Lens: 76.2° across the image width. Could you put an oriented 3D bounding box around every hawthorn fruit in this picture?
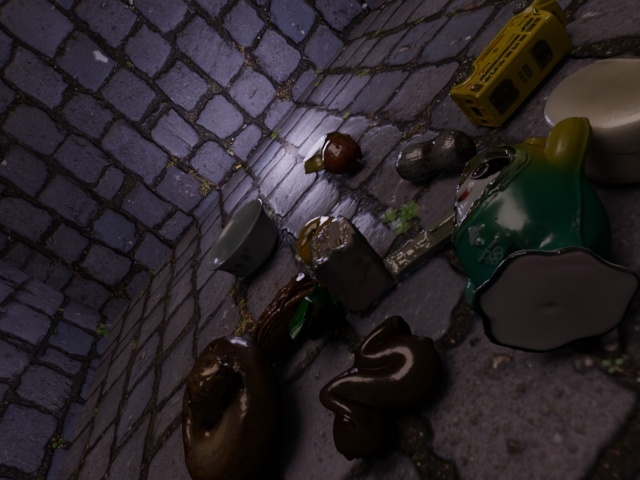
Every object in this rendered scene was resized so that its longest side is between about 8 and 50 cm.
[{"bbox_3d":[0.090,-0.319,1.501,0.189,0.149,0.149,-5,51,58],"label":"hawthorn fruit"}]

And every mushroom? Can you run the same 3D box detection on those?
[{"bbox_3d":[-0.214,0.404,0.960,0.345,0.238,0.346,-157,90,-80],"label":"mushroom"}]

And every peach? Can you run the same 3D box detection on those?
[{"bbox_3d":[0.000,0.000,1.275,0.179,0.103,0.179,-40,29,28],"label":"peach"}]

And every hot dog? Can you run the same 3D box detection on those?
[{"bbox_3d":[-0.097,0.210,1.127,0.272,0.122,0.196,-50,-1,4],"label":"hot dog"}]

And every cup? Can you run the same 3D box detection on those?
[{"bbox_3d":[-0.296,0.014,1.670,0.347,0.163,0.347,-38,30,26],"label":"cup"}]

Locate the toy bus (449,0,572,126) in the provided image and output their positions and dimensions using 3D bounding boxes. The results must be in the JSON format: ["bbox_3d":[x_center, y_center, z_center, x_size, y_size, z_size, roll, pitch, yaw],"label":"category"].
[{"bbox_3d":[0.490,-0.449,1.015,0.330,0.144,0.152,-49,26,7],"label":"toy bus"}]

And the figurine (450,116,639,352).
[{"bbox_3d":[0.327,-0.017,0.648,0.340,0.231,0.324,-73,5,-47],"label":"figurine"}]

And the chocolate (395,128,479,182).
[{"bbox_3d":[0.295,-0.219,1.077,0.248,0.110,0.110,-15,43,55],"label":"chocolate"}]

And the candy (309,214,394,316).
[{"bbox_3d":[0.071,0.060,0.991,0.137,0.195,0.185,-39,24,13],"label":"candy"}]

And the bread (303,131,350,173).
[{"bbox_3d":[0.017,-0.388,1.775,0.160,0.088,0.233,-10,44,60],"label":"bread"}]

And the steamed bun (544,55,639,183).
[{"bbox_3d":[0.490,-0.195,0.677,0.164,0.146,0.242,-41,27,11],"label":"steamed bun"}]

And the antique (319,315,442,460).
[{"bbox_3d":[0.111,0.272,0.730,0.257,0.121,0.143,-47,34,-7],"label":"antique"}]

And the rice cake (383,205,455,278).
[{"bbox_3d":[0.252,-0.003,0.918,0.256,0.057,0.052,-40,2,20],"label":"rice cake"}]

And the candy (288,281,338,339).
[{"bbox_3d":[-0.014,0.175,1.012,0.141,0.203,0.078,-45,69,-1],"label":"candy"}]
